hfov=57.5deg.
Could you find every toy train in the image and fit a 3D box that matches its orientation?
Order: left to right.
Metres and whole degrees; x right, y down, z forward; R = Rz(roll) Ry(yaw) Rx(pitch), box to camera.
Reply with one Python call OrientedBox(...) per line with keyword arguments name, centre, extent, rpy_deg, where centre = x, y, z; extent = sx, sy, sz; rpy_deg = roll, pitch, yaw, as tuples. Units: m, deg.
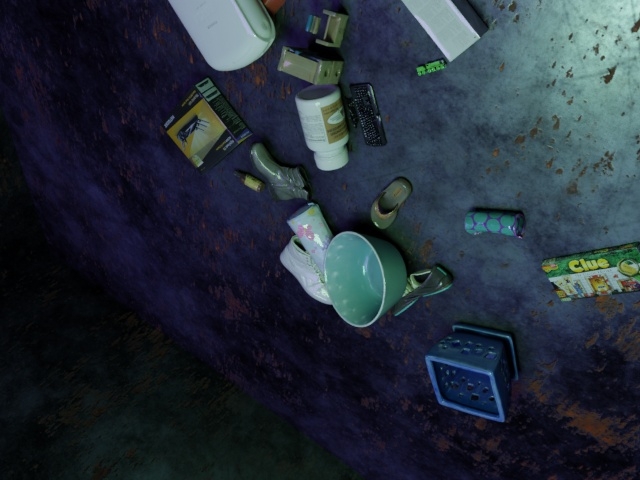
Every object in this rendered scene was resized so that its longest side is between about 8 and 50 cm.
OrientedBox(name="toy train", centre=(0.277, -0.434, 1.460), extent=(0.083, 0.017, 0.024), rpy_deg=(-4, 112, 44))

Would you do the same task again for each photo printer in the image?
OrientedBox(name="photo printer", centre=(-0.276, -0.632, 1.625), extent=(0.256, 0.107, 0.307), rpy_deg=(-10, 119, 46))

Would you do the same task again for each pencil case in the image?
OrientedBox(name="pencil case", centre=(0.000, 0.000, 2.043), extent=(0.124, 0.113, 0.273), rpy_deg=(-30, 105, 19))
OrientedBox(name="pencil case", centre=(0.478, -0.046, 1.607), extent=(0.151, 0.064, 0.070), rpy_deg=(6, 113, 39))

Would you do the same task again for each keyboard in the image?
OrientedBox(name="keyboard", centre=(0.121, -0.350, 1.666), extent=(0.100, 0.038, 0.192), rpy_deg=(7, 129, 39))

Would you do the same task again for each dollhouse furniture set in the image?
OrientedBox(name="dollhouse furniture set", centre=(-0.008, -0.528, 1.567), extent=(0.129, 0.129, 0.184), rpy_deg=(27, 116, 21))

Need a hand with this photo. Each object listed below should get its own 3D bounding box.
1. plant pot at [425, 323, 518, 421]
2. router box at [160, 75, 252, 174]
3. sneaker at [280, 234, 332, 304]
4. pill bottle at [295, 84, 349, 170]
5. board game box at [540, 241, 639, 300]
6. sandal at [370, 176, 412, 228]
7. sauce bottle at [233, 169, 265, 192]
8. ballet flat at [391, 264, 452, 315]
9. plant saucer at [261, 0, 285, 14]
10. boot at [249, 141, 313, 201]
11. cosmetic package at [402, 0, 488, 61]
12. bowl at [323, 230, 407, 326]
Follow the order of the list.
OrientedBox(name="plant pot", centre=(0.507, 0.410, 1.893), extent=(0.236, 0.212, 0.236), rpy_deg=(8, 130, 39))
OrientedBox(name="router box", centre=(-0.409, -0.396, 2.067), extent=(0.243, 0.081, 0.309), rpy_deg=(51, 142, -10))
OrientedBox(name="sneaker", centre=(-0.020, 0.107, 2.171), extent=(0.292, 0.108, 0.169), rpy_deg=(41, 146, 6))
OrientedBox(name="pill bottle", centre=(0.014, -0.328, 1.705), extent=(0.131, 0.131, 0.229), rpy_deg=(13, 133, 34))
OrientedBox(name="board game box", centre=(0.729, 0.087, 1.536), extent=(0.259, 0.030, 0.136), rpy_deg=(-18, 110, 49))
OrientedBox(name="sandal", centre=(0.209, -0.107, 1.797), extent=(0.090, 0.060, 0.219), rpy_deg=(41, 143, 3))
OrientedBox(name="sauce bottle", centre=(-0.262, -0.219, 2.134), extent=(0.128, 0.042, 0.042), rpy_deg=(30, 141, 15))
OrientedBox(name="ballet flat", centre=(0.317, 0.156, 1.934), extent=(0.096, 0.095, 0.280), rpy_deg=(54, 132, 2))
OrientedBox(name="plant saucer", centre=(-0.156, -0.759, 1.520), extent=(0.258, 0.048, 0.259), rpy_deg=(50, 142, -9))
OrientedBox(name="boot", centre=(-0.124, -0.238, 1.976), extent=(0.161, 0.083, 0.246), rpy_deg=(-3, 129, 36))
OrientedBox(name="cosmetic package", centre=(0.267, -0.538, 1.332), extent=(0.239, 0.060, 0.099), rpy_deg=(49, 144, -8))
OrientedBox(name="bowl", centre=(0.164, 0.115, 1.913), extent=(0.311, 0.163, 0.311), rpy_deg=(16, 110, 51))
